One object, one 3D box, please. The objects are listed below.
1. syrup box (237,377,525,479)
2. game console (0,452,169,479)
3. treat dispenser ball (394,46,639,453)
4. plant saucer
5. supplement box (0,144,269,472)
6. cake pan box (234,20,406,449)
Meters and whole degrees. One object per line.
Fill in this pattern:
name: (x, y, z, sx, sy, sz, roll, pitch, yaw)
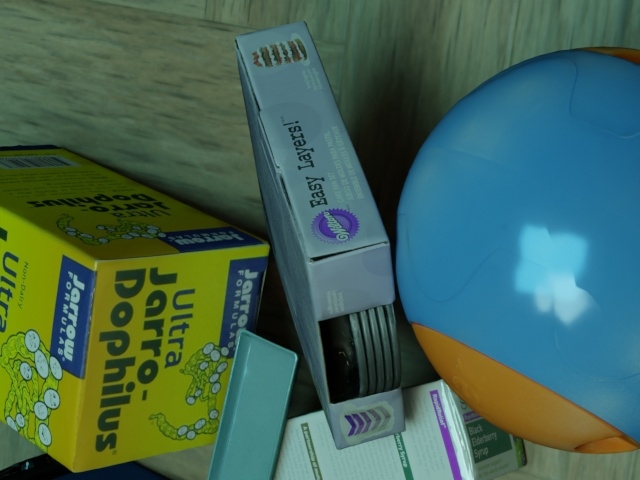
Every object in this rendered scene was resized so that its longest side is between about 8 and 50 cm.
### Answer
syrup box: (0.050, 0.183, 1.277, 0.236, 0.093, 0.096, -18, 84, 35)
game console: (-0.284, 0.310, 1.408, 0.173, 0.293, 0.250, 51, 121, 19)
treat dispenser ball: (0.196, 0.006, 1.033, 0.288, 0.288, 0.288, 5, 98, 35)
plant saucer: (-0.061, 0.177, 1.288, 0.067, 0.018, 0.192, 22, 105, 33)
supplement box: (-0.242, 0.047, 1.367, 0.356, 0.195, 0.194, 23, 111, 42)
cake pan box: (0.000, 0.000, 1.166, 0.246, 0.070, 0.267, 79, 174, -48)
